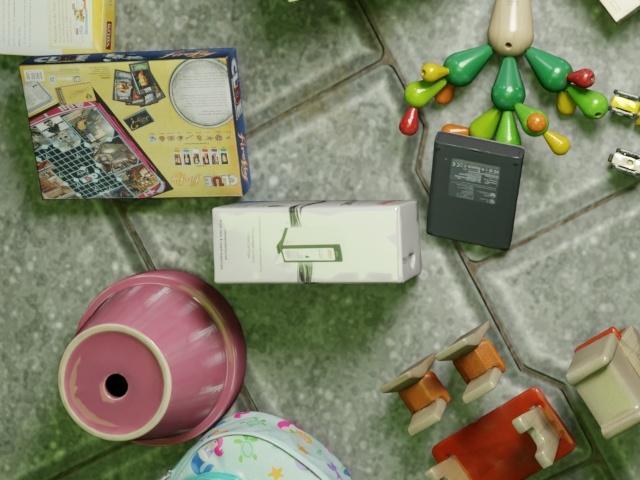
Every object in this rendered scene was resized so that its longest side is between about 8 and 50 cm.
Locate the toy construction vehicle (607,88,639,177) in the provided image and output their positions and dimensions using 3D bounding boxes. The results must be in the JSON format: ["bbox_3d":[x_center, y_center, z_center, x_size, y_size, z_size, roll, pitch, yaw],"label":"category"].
[{"bbox_3d":[0.347,-0.107,1.540,0.098,0.035,0.086,17,88,8],"label":"toy construction vehicle"}]

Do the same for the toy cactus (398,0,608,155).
[{"bbox_3d":[0.194,-0.181,1.537,0.219,0.112,0.181,3,87,21],"label":"toy cactus"}]

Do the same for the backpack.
[{"bbox_3d":[-0.087,0.327,1.608,0.225,0.191,0.253,37,96,3],"label":"backpack"}]

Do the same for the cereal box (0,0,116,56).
[{"bbox_3d":[-0.354,-0.299,1.665,0.240,0.047,0.173,5,98,12],"label":"cereal box"}]

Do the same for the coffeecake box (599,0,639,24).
[{"bbox_3d":[0.341,-0.337,1.495,0.185,0.068,0.142,-37,86,13],"label":"coffeecake box"}]

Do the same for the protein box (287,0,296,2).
[{"bbox_3d":[0.047,-0.374,1.514,0.199,0.136,0.201,-13,99,14],"label":"protein box"}]

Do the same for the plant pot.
[{"bbox_3d":[-0.199,0.141,1.610,0.201,0.180,0.201,1,95,12],"label":"plant pot"}]

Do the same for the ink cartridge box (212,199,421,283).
[{"bbox_3d":[0.000,0.000,1.567,0.203,0.148,0.086,-1,94,12],"label":"ink cartridge box"}]

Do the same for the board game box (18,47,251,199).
[{"bbox_3d":[-0.208,-0.129,1.631,0.243,0.042,0.165,0,113,12],"label":"board game box"}]

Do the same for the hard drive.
[{"bbox_3d":[0.164,-0.051,1.551,0.094,0.022,0.135,12,134,11],"label":"hard drive"}]

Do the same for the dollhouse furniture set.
[{"bbox_3d":[0.240,0.201,1.566,0.259,0.135,0.262,-34,88,25],"label":"dollhouse furniture set"}]
